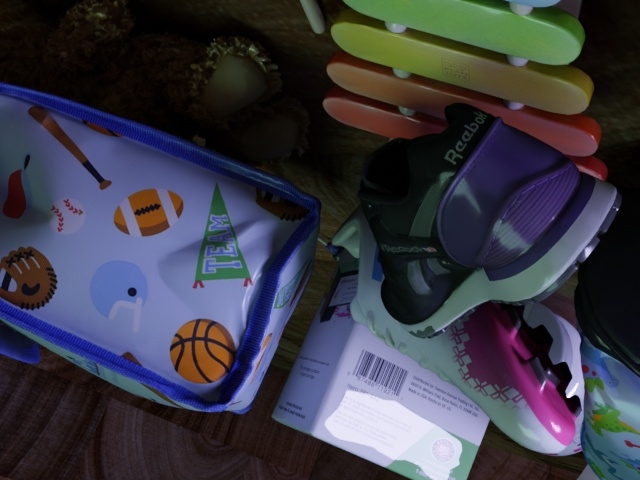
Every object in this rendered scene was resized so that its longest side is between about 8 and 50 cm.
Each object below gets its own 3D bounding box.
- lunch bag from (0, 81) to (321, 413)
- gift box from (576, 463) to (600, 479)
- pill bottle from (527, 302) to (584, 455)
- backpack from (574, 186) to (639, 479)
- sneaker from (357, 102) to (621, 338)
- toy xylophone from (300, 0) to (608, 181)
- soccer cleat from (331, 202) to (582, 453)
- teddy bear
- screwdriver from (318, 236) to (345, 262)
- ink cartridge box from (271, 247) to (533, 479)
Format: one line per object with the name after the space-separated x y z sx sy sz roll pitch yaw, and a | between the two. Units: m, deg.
-0.215 0.014 0.803 0.385 0.239 0.328 25 167 2 | lunch bag
0.530 0.360 1.255 0.276 0.258 0.255 36 179 40 | gift box
0.294 0.187 1.151 0.160 0.160 0.283 13 163 32 | pill bottle
0.350 0.123 0.727 0.290 0.273 0.355 16 175 18 | backpack
0.081 -0.018 0.582 0.124 0.107 0.283 38 161 -2 | sneaker
0.064 -0.130 0.521 0.236 0.081 0.323 17 164 24 | toy xylophone
0.108 0.072 0.763 0.116 0.143 0.331 38 -159 -41 | soccer cleat
-0.171 -0.147 0.810 0.338 0.113 0.245 1 162 38 | teddy bear
0.000 0.000 1.202 0.170 0.024 0.025 35 -169 -33 | screwdriver
0.101 0.114 0.950 0.201 0.278 0.117 28 168 -21 | ink cartridge box
